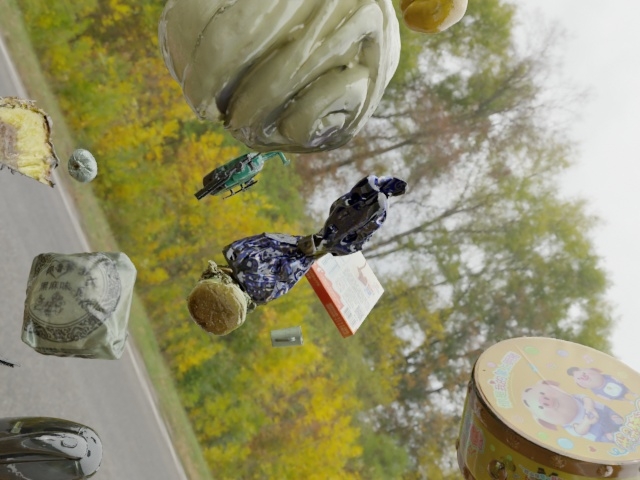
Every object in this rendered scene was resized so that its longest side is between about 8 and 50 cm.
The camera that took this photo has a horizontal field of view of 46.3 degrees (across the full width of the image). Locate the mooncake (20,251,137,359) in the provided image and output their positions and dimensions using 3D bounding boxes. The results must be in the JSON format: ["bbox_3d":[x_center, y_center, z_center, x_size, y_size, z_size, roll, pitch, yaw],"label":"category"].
[{"bbox_3d":[-0.566,0.147,1.743,0.136,0.254,0.250,83,6,-60],"label":"mooncake"}]

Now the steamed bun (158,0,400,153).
[{"bbox_3d":[-0.050,-0.247,1.098,0.352,0.339,0.247,29,50,-71],"label":"steamed bun"}]

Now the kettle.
[{"bbox_3d":[-0.656,0.497,1.723,0.268,0.290,0.207,67,17,-63],"label":"kettle"}]

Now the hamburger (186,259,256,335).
[{"bbox_3d":[-0.237,0.132,1.775,0.131,0.159,0.185,-48,127,-59],"label":"hamburger"}]

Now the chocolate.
[{"bbox_3d":[0.002,-0.004,1.286,0.126,0.343,0.148,62,8,-7],"label":"chocolate"}]

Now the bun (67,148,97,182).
[{"bbox_3d":[-0.577,-0.179,1.806,0.083,0.083,0.045,69,21,0],"label":"bun"}]

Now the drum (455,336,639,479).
[{"bbox_3d":[0.503,0.399,1.564,0.431,0.431,0.214,-125,-143,-57],"label":"drum"}]

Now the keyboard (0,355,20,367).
[{"bbox_3d":[-0.663,0.204,1.398,0.196,0.074,0.015,34,61,-42],"label":"keyboard"}]

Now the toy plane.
[{"bbox_3d":[-0.217,-0.227,2.285,0.106,0.382,0.155,63,-9,3],"label":"toy plane"}]

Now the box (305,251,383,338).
[{"bbox_3d":[0.063,0.105,2.202,0.273,0.048,0.265,59,35,-9],"label":"box"}]

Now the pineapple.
[{"bbox_3d":[-0.686,-0.257,1.581,0.161,0.158,0.334,41,9,36],"label":"pineapple"}]

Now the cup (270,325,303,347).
[{"bbox_3d":[-0.092,0.272,2.056,0.075,0.083,0.054,-93,174,-61],"label":"cup"}]

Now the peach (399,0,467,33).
[{"bbox_3d":[0.283,-0.605,1.896,0.179,0.179,0.103,63,9,33],"label":"peach"}]
